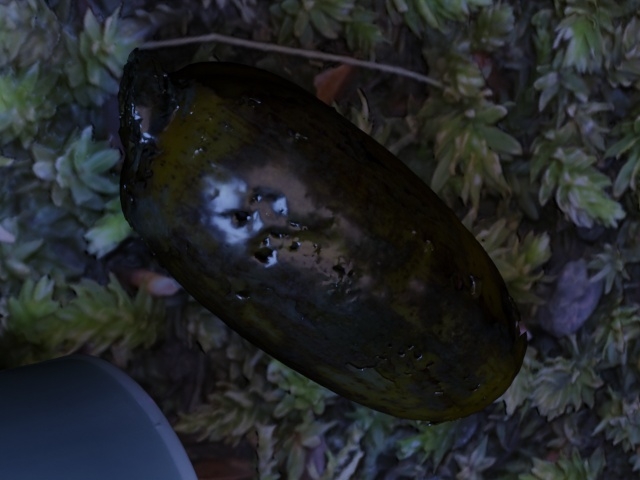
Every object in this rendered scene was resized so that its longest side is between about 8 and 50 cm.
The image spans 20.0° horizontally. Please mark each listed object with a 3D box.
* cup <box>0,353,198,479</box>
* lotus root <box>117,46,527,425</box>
[{"bbox_3d":[-0.265,0.258,1.192,0.274,0.259,0.357,-10,141,-38],"label":"cup"},{"bbox_3d":[0.000,0.000,1.324,0.397,0.196,0.179,37,76,-28],"label":"lotus root"}]
